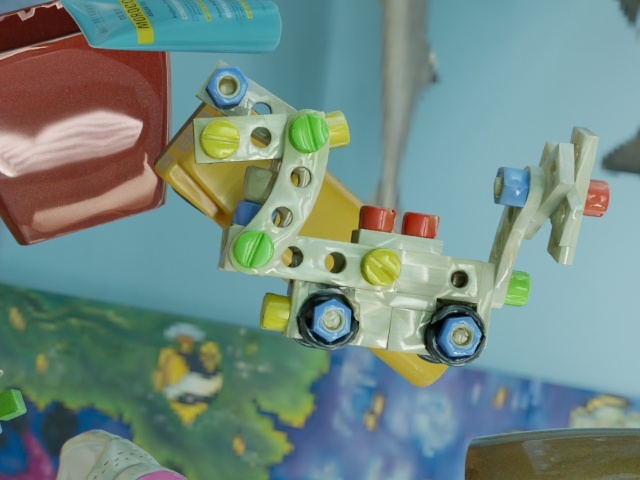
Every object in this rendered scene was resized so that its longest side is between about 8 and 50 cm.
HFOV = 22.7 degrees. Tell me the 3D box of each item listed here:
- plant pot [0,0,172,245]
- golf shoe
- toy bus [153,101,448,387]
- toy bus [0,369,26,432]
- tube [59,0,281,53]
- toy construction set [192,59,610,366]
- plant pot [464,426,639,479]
[{"bbox_3d":[-0.308,-0.145,1.884,0.267,0.267,0.236,-137,-148,-67],"label":"plant pot"},{"bbox_3d":[-0.194,0.300,1.342,0.115,0.140,0.306,4,114,-42],"label":"golf shoe"},{"bbox_3d":[0.000,0.000,1.520,0.332,0.130,0.108,40,90,-30],"label":"toy bus"},{"bbox_3d":[-0.397,0.227,1.663,0.202,0.191,0.104,101,-32,-75],"label":"toy bus"},{"bbox_3d":[-0.137,-0.202,1.495,0.207,0.080,0.052,-4,126,-32],"label":"tube"},{"bbox_3d":[0.054,-0.016,1.236,0.151,0.327,0.215,37,60,-84],"label":"toy construction set"},{"bbox_3d":[0.313,0.293,1.703,0.237,0.254,0.237,54,25,-40],"label":"plant pot"}]
